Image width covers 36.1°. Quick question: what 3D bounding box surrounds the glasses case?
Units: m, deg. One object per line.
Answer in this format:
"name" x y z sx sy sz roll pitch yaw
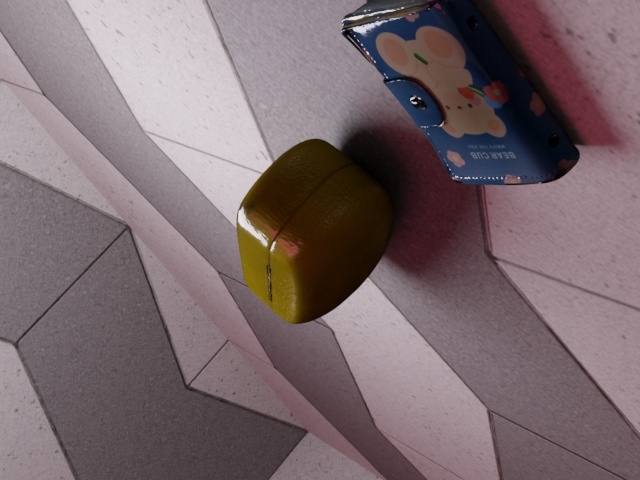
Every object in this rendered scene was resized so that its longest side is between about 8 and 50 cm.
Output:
"glasses case" 0.000 0.000 1.228 0.141 0.173 0.371 39 165 9

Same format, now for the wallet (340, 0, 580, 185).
"wallet" 0.118 -0.135 0.841 0.202 0.059 0.141 48 155 -27
